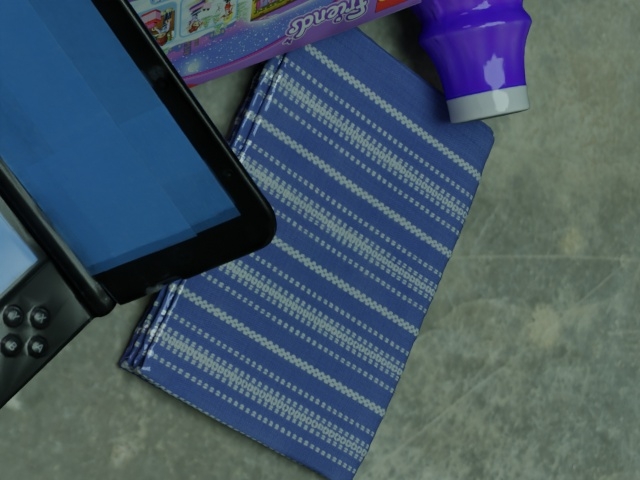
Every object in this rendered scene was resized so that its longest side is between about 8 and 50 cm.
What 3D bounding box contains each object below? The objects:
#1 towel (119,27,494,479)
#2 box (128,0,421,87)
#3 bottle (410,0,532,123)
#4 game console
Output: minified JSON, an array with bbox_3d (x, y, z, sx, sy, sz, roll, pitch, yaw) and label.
[{"bbox_3d":[0.000,0.000,1.323,0.243,0.040,0.336,32,74,-33],"label":"towel"},{"bbox_3d":[-0.049,-0.212,1.169,0.293,0.057,0.201,-23,147,-23],"label":"box"},{"bbox_3d":[0.112,-0.238,1.342,0.118,0.092,0.283,-13,93,-38],"label":"bottle"},{"bbox_3d":[-0.221,-0.036,1.081,0.250,0.173,0.293,-46,114,-25],"label":"game console"}]
